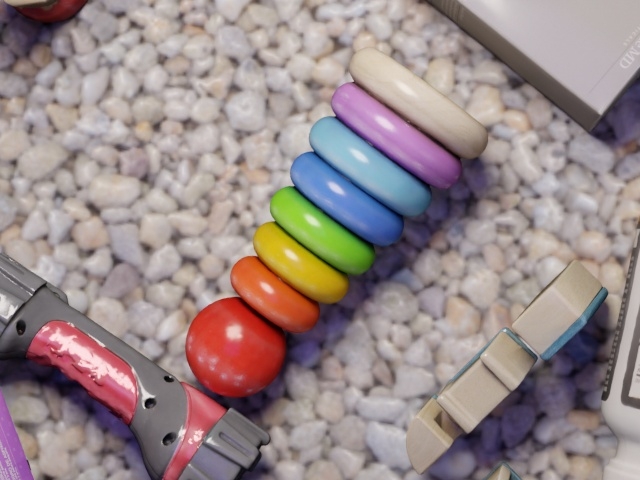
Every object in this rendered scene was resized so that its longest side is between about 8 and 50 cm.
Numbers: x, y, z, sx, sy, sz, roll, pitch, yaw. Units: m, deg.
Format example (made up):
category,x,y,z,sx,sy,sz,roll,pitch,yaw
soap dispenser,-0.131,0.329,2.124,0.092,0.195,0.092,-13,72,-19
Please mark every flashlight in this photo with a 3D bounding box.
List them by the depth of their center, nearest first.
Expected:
category,x,y,z,sx,sy,sz,roll,pitch,yaw
flashlight,-0.194,0.131,1.508,0.304,0.103,0.103,33,86,4

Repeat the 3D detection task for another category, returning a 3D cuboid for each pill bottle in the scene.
category,x,y,z,sx,sy,sz,roll,pitch,yaw
pill bottle,0.328,0.100,1.440,0.162,0.162,0.278,12,89,5

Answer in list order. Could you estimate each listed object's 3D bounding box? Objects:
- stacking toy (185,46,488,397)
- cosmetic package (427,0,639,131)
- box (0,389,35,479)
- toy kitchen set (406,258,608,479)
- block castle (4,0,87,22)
category,x,y,z,sx,sy,sz,roll,pitch,yaw
stacking toy,0.000,0.000,1.491,0.141,0.141,0.330,36,95,5
cosmetic package,0.191,-0.219,1.496,0.238,0.107,0.127,38,88,8
box,-0.376,0.241,1.475,0.293,0.057,0.201,-19,93,26
toy kitchen set,0.200,0.153,1.488,0.166,0.122,0.207,45,111,5
block castle,-0.224,-0.446,1.491,0.303,0.213,0.453,37,97,-7
